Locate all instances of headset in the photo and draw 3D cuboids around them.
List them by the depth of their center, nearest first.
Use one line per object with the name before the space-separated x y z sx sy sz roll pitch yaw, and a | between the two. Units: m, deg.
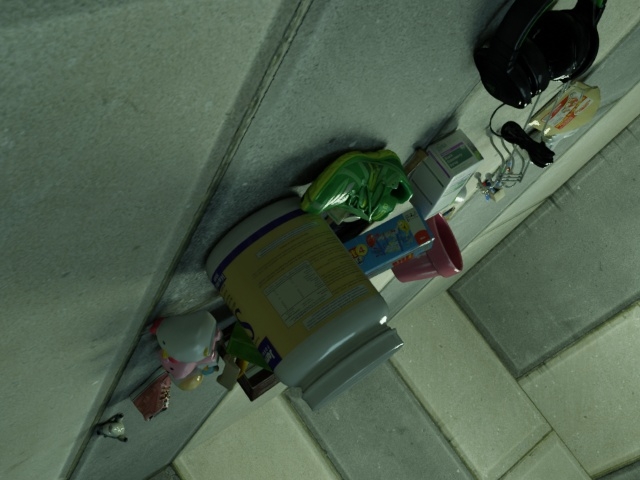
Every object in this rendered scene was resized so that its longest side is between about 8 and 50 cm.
headset | 0.404 -0.307 1.382 0.243 0.185 0.394 -30 154 -24

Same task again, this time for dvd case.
dvd case | 0.000 0.000 1.763 0.221 0.018 0.164 -43 166 23

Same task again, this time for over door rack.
over door rack | 0.517 -0.281 1.961 0.324 0.108 0.239 -57 160 19

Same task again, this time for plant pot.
plant pot | 0.298 0.034 2.280 0.180 0.201 0.201 -25 171 21

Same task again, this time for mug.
mug | 0.357 -0.128 2.132 0.078 0.062 0.064 -50 154 25

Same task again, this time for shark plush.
shark plush | -0.554 0.492 2.029 0.067 0.073 0.161 -8 176 -25

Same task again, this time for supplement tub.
supplement tub | -0.027 0.113 1.406 0.241 0.331 0.241 -34 166 -10

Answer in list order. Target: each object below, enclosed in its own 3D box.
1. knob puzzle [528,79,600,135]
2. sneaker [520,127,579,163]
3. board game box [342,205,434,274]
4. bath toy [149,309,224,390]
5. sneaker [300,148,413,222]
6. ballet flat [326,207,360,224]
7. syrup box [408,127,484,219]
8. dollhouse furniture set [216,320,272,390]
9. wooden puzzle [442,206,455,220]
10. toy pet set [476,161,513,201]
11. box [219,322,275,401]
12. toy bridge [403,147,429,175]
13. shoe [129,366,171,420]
knob puzzle | 0.684 -0.362 2.130 0.213 0.030 0.213 -15 148 -10
sneaker | 0.668 -0.320 2.239 0.232 0.090 0.115 -43 161 -12
board game box | 0.120 0.038 1.875 0.301 0.086 0.308 -28 173 4
bath toy | -0.284 0.231 1.637 0.348 0.128 0.152 105 -3 -72
sneaker | 0.081 -0.095 1.424 0.295 0.124 0.109 -20 159 -48
ballet flat | 0.077 -0.070 1.646 0.168 0.052 0.057 -24 162 -43
syrup box | 0.280 -0.149 1.795 0.093 0.096 0.237 -31 166 -20
dollhouse furniture set | -0.118 0.217 1.728 0.302 0.151 0.198 115 -5 -57
wooden puzzle | 0.406 -0.077 2.519 0.078 0.014 0.116 -36 167 -20
toy pet set | 0.547 -0.186 2.453 0.122 0.065 0.114 -37 132 -10
box | -0.158 0.294 2.031 0.167 0.168 0.203 -33 166 -16
toy bridge | 0.169 -0.128 1.699 0.188 0.026 0.063 -50 -178 21
shoe | -0.387 0.366 1.893 0.178 0.081 0.063 -41 166 20
